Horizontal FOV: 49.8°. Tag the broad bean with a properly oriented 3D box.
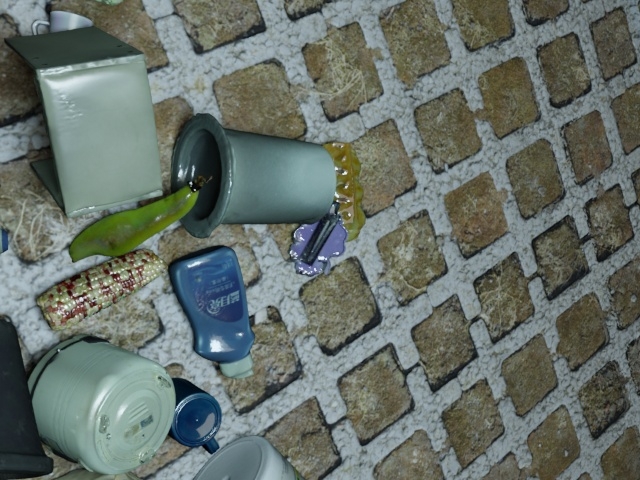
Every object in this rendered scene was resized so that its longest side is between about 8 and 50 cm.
[{"bbox_3d":[-0.339,-0.040,1.321,0.325,0.067,0.075,-29,138,2],"label":"broad bean"}]

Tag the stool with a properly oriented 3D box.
[{"bbox_3d":[-0.405,-0.211,1.174,0.170,0.269,0.244,-18,123,-29],"label":"stool"}]

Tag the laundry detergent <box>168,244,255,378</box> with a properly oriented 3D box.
[{"bbox_3d":[-0.211,0.161,1.442,0.143,0.094,0.290,-23,103,-33],"label":"laundry detergent"}]

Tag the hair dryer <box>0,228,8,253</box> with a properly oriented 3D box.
[{"bbox_3d":[-0.650,0.061,1.211,0.167,0.067,0.199,12,100,-22],"label":"hair dryer"}]

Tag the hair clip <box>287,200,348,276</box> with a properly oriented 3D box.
[{"bbox_3d":[-0.001,0.000,1.550,0.124,0.052,0.196,26,110,1],"label":"hair clip"}]

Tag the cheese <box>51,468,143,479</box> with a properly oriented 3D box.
[{"bbox_3d":[-0.425,0.580,1.286,0.332,0.153,0.293,-28,105,-28],"label":"cheese"}]

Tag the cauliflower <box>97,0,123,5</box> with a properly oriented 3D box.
[{"bbox_3d":[-0.424,-0.552,1.195,0.256,0.315,0.239,-4,74,-46],"label":"cauliflower"}]

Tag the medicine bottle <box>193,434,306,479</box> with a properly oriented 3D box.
[{"bbox_3d":[-0.127,0.564,1.418,0.238,0.237,0.232,-46,113,-22],"label":"medicine bottle"}]

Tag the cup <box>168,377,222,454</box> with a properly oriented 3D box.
[{"bbox_3d":[-0.258,0.353,1.391,0.150,0.138,0.114,31,76,-28],"label":"cup"}]

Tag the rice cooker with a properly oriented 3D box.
[{"bbox_3d":[-0.401,0.296,1.250,0.226,0.244,0.226,-24,118,-54],"label":"rice cooker"}]

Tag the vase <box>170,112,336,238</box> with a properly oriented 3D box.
[{"bbox_3d":[-0.131,-0.129,1.424,0.291,0.245,0.245,-1,92,-40],"label":"vase"}]

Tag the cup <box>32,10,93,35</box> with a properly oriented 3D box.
[{"bbox_3d":[-0.486,-0.368,1.284,0.104,0.074,0.116,10,91,-7],"label":"cup"}]

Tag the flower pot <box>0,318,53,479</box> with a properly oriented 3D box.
[{"bbox_3d":[-0.602,0.254,1.093,0.379,0.379,0.251,11,64,-31],"label":"flower pot"}]

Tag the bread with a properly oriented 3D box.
[{"bbox_3d":[0.047,-0.110,1.600,0.128,0.088,0.232,-4,92,-26],"label":"bread"}]

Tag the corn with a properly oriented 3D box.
[{"bbox_3d":[-0.414,0.085,1.322,0.253,0.086,0.086,-29,106,-28],"label":"corn"}]
